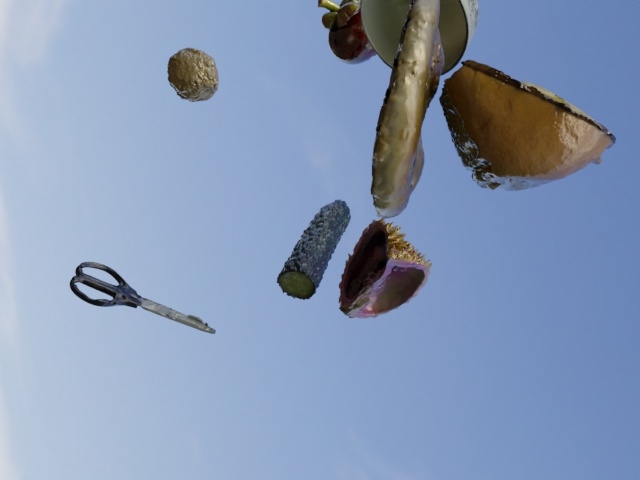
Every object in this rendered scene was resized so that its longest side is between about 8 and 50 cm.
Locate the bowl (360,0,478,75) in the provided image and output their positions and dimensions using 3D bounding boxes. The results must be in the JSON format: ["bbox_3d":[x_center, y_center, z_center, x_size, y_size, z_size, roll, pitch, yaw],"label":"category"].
[{"bbox_3d":[0.205,-0.444,1.874,0.237,0.126,0.238,24,-44,25],"label":"bowl"}]

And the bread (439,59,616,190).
[{"bbox_3d":[0.290,-0.155,1.430,0.204,0.262,0.163,83,30,-84],"label":"bread"}]

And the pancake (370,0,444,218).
[{"bbox_3d":[0.141,-0.217,1.524,0.387,0.082,0.387,10,90,-86],"label":"pancake"}]

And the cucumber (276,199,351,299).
[{"bbox_3d":[0.000,0.000,2.288,0.096,0.359,0.096,11,-52,14],"label":"cucumber"}]

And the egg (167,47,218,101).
[{"bbox_3d":[-0.294,-0.385,2.265,0.140,0.116,0.118,44,-36,12],"label":"egg"}]

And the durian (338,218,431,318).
[{"bbox_3d":[0.140,0.067,2.023,0.260,0.186,0.154,-37,-145,44],"label":"durian"}]

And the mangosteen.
[{"bbox_3d":[0.076,-0.504,2.258,0.156,0.145,0.181,-21,-82,56],"label":"mangosteen"}]

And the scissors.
[{"bbox_3d":[-0.343,0.124,1.906,0.109,0.300,0.022,-82,-162,-54],"label":"scissors"}]
